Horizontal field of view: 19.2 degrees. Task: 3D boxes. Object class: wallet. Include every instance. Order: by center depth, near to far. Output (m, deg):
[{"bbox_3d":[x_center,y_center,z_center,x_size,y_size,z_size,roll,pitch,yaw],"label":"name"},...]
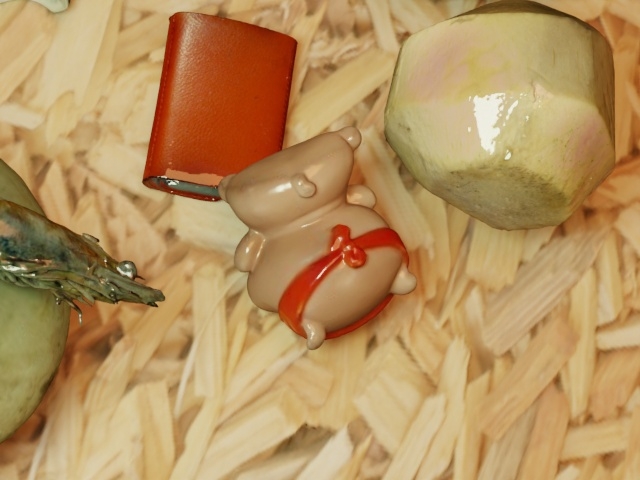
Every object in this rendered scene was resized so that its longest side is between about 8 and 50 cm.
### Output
[{"bbox_3d":[-0.105,-0.138,2.002,0.142,0.045,0.204,10,65,-8],"label":"wallet"}]

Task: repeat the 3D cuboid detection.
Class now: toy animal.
[{"bbox_3d":[0.000,0.000,1.903,0.171,0.171,0.198,-25,96,-22],"label":"toy animal"}]

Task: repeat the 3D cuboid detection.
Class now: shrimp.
[{"bbox_3d":[-0.278,0.039,1.624,0.296,0.058,0.169,24,65,-19],"label":"shrimp"}]

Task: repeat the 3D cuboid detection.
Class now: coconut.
[{"bbox_3d":[0.193,-0.142,1.970,0.259,0.259,0.259,5,66,-11],"label":"coconut"}]

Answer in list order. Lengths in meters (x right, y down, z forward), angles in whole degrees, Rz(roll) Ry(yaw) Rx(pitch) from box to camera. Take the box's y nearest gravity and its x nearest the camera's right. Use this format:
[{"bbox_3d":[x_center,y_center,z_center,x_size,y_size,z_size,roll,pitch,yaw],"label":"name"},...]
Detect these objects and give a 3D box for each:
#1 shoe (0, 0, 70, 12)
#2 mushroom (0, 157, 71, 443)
[{"bbox_3d":[-0.380,-0.295,1.977,0.265,0.095,0.110,-2,68,-17],"label":"shoe"},{"bbox_3d":[-0.396,0.055,1.734,0.352,0.260,0.352,11,61,-20],"label":"mushroom"}]
